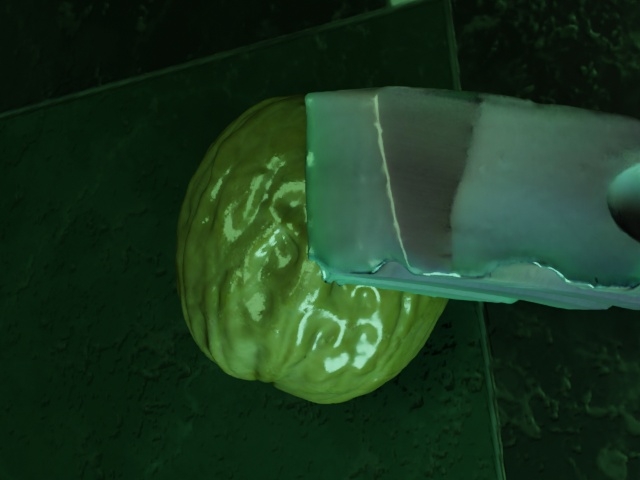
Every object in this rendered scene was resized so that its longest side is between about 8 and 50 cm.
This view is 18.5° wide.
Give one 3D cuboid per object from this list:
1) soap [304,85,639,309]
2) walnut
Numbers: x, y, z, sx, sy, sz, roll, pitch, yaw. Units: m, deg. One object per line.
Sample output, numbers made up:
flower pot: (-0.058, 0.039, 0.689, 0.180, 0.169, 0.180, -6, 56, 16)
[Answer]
soap: (0.120, -0.018, 1.186, 0.193, 0.324, 0.109, -1, 85, 32)
walnut: (0.000, 0.000, 1.342, 0.213, 0.213, 0.213, -4, 81, 31)
